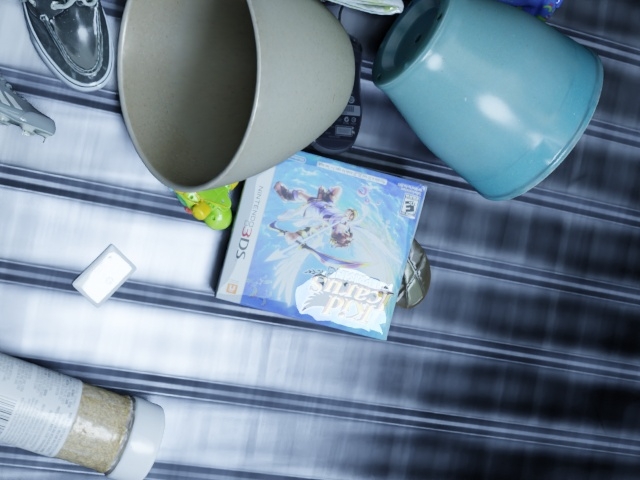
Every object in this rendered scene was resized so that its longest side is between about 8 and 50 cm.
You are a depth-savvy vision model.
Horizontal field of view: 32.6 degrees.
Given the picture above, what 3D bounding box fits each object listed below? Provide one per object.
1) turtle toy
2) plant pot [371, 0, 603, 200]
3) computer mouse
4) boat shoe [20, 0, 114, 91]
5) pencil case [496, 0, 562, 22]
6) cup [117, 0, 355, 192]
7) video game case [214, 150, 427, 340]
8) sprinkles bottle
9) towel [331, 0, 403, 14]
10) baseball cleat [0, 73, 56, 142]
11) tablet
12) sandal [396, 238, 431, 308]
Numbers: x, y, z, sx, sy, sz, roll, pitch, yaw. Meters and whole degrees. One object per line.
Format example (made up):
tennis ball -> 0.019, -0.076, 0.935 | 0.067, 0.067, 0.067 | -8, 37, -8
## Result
turtle toy -> -0.171, -0.070, 1.606 | 0.095, 0.066, 0.130 | -49, 114, -32
plant pot -> 0.225, -0.238, 1.612 | 0.255, 0.271, 0.272 | 31, 87, -21
computer mouse -> 0.047, -0.263, 1.668 | 0.184, 0.060, 0.262 | -4, 96, -27
boat shoe -> -0.352, -0.350, 1.483 | 0.113, 0.105, 0.306 | -16, 102, -17
pencil case -> 0.233, -0.414, 1.664 | 0.306, 0.133, 0.119 | 8, 124, -20
cup -> -0.093, -0.237, 1.505 | 0.236, 0.331, 0.331 | -7, 100, -40
video game case -> 0.000, 0.000, 1.648 | 0.269, 0.061, 0.244 | 14, 93, -6
sprinkles bottle -> -0.400, 0.235, 1.540 | 0.355, 0.121, 0.121 | 23, 89, -21
towel -> -0.031, -0.484, 1.452 | 0.320, 0.090, 0.375 | -1, 66, -53
baseball cleat -> -0.445, -0.217, 1.489 | 0.205, 0.072, 0.110 | 23, 83, -24
tablet -> -0.316, 0.052, 1.605 | 0.083, 0.006, 0.054 | -46, 109, -8
sandal -> 0.095, 0.006, 1.720 | 0.090, 0.060, 0.219 | -39, 93, -1
